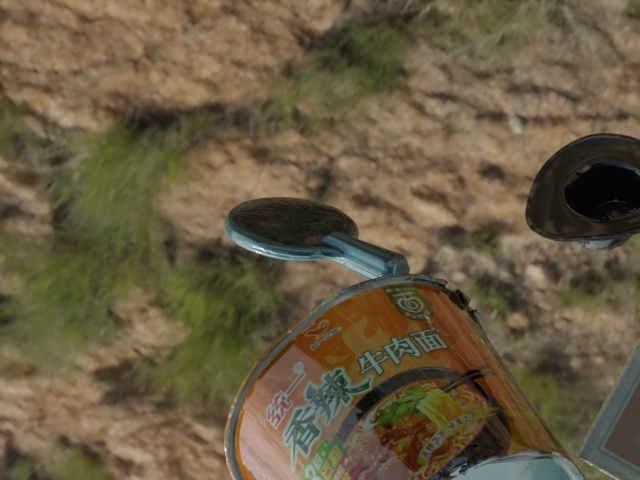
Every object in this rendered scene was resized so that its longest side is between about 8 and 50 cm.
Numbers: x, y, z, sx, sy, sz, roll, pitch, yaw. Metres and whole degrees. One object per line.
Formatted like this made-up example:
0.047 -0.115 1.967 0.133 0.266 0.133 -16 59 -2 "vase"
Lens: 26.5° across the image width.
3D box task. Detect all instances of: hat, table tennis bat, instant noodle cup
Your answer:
0.206 -0.023 0.991 0.121 0.121 0.050 11 138 23 "hat"
0.000 0.000 1.259 0.201 0.124 0.033 23 120 38 "table tennis bat"
0.070 0.165 0.976 0.182 0.230 0.230 48 160 48 "instant noodle cup"

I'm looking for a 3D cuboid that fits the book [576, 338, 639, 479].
0.284 0.066 0.808 0.170 0.242 0.018 30 177 8 "book"
